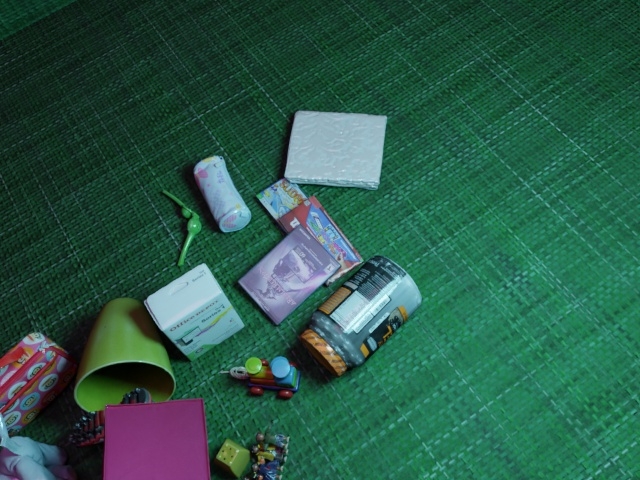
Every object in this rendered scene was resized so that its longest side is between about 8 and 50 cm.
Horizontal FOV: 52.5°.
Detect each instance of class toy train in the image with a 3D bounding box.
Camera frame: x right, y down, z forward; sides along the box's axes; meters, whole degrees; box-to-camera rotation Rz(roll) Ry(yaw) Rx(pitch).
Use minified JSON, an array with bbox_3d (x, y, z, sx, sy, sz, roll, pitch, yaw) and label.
[{"bbox_3d":[-0.190,0.380,1.876,0.247,0.143,0.105,4,62,10],"label":"toy train"}]

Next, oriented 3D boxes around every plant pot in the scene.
[{"bbox_3d":[-0.248,0.599,1.800,0.081,0.083,0.082,24,67,19],"label":"plant pot"},{"bbox_3d":[-0.581,0.322,1.918,0.274,0.275,0.294,-18,47,-2],"label":"plant pot"}]

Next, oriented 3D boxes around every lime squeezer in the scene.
[{"bbox_3d":[-0.462,-0.065,2.217,0.110,0.058,0.311,-33,59,24],"label":"lime squeezer"}]

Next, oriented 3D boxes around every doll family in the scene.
[{"bbox_3d":[-0.153,0.613,1.787,0.111,0.076,0.193,9,66,7],"label":"doll family"}]

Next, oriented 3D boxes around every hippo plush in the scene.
[{"bbox_3d":[-0.830,0.671,1.748,0.236,0.294,0.234,-43,43,-6],"label":"hippo plush"}]

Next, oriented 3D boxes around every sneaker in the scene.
[{"bbox_3d":[-0.572,0.522,1.833,0.276,0.135,0.098,-28,43,7],"label":"sneaker"}]

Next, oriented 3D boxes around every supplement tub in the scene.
[{"bbox_3d":[0.115,0.221,1.884,0.338,0.207,0.207,-43,65,-14],"label":"supplement tub"}]

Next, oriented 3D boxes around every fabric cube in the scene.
[{"bbox_3d":[-0.424,0.589,1.662,0.258,0.258,0.254,0,44,-15],"label":"fabric cube"}]

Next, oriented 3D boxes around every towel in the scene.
[{"bbox_3d":[0.056,-0.321,2.259,0.331,0.053,0.317,5,59,5],"label":"towel"}]

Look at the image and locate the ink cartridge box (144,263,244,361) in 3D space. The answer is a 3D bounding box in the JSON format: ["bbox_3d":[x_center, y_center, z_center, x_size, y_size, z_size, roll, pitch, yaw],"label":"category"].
[{"bbox_3d":[-0.363,0.217,1.912,0.201,0.278,0.117,-33,62,-10],"label":"ink cartridge box"}]

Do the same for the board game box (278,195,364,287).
[{"bbox_3d":[0.000,0.000,2.097,0.145,0.027,0.281,-34,72,-9],"label":"board game box"}]

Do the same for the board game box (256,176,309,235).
[{"bbox_3d":[-0.106,-0.115,2.194,0.136,0.035,0.201,-36,63,-11],"label":"board game box"}]

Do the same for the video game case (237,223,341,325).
[{"bbox_3d":[-0.098,0.106,2.044,0.274,0.026,0.196,-43,72,-7],"label":"video game case"}]

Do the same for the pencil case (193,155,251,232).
[{"bbox_3d":[-0.333,-0.159,2.204,0.124,0.113,0.273,-35,62,14],"label":"pencil case"}]

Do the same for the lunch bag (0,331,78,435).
[{"bbox_3d":[-0.876,0.410,1.890,0.120,0.258,0.293,34,72,23],"label":"lunch bag"}]
